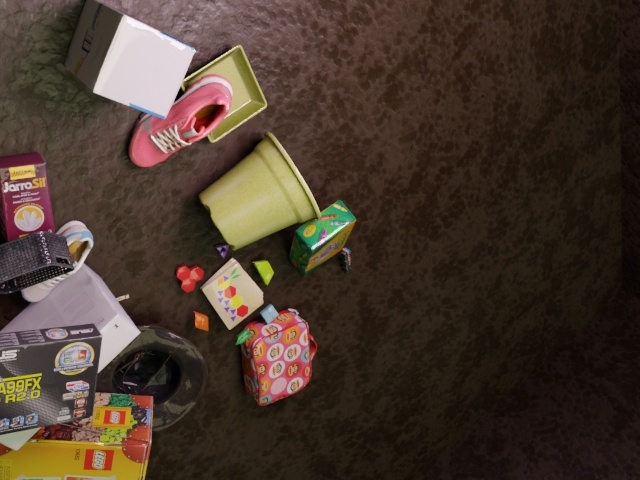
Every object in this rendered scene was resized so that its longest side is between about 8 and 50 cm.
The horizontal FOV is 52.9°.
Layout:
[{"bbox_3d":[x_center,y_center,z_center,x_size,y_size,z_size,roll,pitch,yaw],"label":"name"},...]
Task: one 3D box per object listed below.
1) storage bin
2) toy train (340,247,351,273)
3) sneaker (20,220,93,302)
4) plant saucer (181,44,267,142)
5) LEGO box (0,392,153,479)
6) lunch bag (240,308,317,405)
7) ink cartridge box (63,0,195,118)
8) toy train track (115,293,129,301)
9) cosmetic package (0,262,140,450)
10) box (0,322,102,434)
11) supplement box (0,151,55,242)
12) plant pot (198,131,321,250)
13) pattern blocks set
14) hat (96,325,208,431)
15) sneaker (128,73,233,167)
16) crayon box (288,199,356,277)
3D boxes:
[{"bbox_3d":[-0.673,0.051,1.465,0.180,0.084,0.122,-19,171,4],"label":"storage bin"},{"bbox_3d":[0.088,0.066,2.140,0.036,0.027,0.158,-49,159,-17],"label":"toy train"},{"bbox_3d":[-0.644,0.060,1.565,0.229,0.092,0.087,-53,135,0],"label":"sneaker"},{"bbox_3d":[-0.253,-0.379,1.658,0.188,0.045,0.188,-37,131,-16],"label":"plant saucer"},{"bbox_3d":[-0.668,0.658,1.710,0.372,0.193,0.500,9,112,-16],"label":"LEGO box"},{"bbox_3d":[-0.127,0.378,2.118,0.258,0.120,0.293,-19,123,-30],"label":"lunch bag"},{"bbox_3d":[-0.419,-0.396,1.392,0.171,0.232,0.168,16,105,-42],"label":"ink cartridge box"},{"bbox_3d":[-0.558,0.166,1.742,0.083,0.014,0.048,-21,125,-28],"label":"toy train track"},{"bbox_3d":[-0.647,0.260,1.541,0.377,0.284,0.097,-44,132,-9],"label":"cosmetic package"},{"bbox_3d":[-0.610,0.293,1.349,0.270,0.060,0.216,-2,115,-38],"label":"box"},{"bbox_3d":[-0.675,-0.095,1.463,0.104,0.081,0.188,-13,121,-32],"label":"supplement box"},{"bbox_3d":[-0.178,-0.112,1.739,0.254,0.276,0.276,-31,130,-5],"label":"plant pot"},{"bbox_3d":[-0.265,0.158,1.926,0.285,0.026,0.325,-30,118,-21],"label":"pattern blocks set"},{"bbox_3d":[-0.496,0.373,1.824,0.331,0.134,0.331,-6,106,-23],"label":"hat"},{"bbox_3d":[-0.341,-0.275,1.547,0.314,0.136,0.116,-37,127,9],"label":"sneaker"},{"bbox_3d":[0.000,0.000,1.936,0.165,0.081,0.278,-36,169,-17],"label":"crayon box"}]
